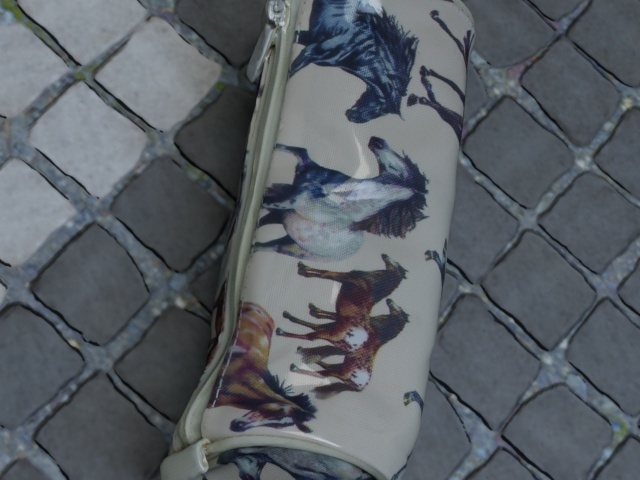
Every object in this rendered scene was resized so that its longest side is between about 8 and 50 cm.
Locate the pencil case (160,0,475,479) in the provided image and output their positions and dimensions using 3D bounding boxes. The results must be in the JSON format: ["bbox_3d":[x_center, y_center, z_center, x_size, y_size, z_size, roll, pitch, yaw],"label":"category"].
[{"bbox_3d":[0.000,0.000,1.152,0.183,0.160,0.410,21,63,-22],"label":"pencil case"}]
